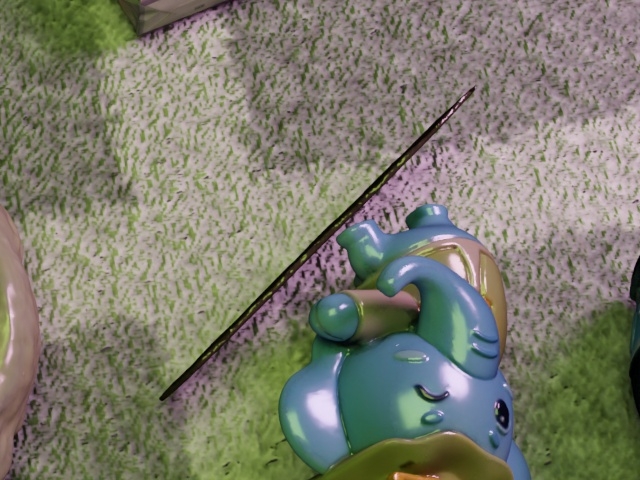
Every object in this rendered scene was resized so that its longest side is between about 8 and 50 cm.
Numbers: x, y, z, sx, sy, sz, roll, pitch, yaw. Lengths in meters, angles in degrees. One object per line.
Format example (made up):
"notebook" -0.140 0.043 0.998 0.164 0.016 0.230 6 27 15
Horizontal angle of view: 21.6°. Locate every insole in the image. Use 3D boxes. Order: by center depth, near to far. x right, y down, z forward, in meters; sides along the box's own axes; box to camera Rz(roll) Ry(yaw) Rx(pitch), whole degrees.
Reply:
"insole" 0.000 0.000 1.212 0.007 0.111 0.328 45 76 -1

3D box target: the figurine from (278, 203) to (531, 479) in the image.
"figurine" 0.055 0.092 1.132 0.154 0.180 0.262 -18 66 22

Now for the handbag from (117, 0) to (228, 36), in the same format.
"handbag" -0.135 -0.260 1.354 0.117 0.095 0.173 -24 73 -19

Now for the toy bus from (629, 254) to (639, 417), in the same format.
"toy bus" 0.346 0.093 1.152 0.271 0.133 0.164 13 67 3

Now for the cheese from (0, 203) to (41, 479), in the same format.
"cheese" -0.354 0.075 1.157 0.326 0.115 0.318 18 64 8
